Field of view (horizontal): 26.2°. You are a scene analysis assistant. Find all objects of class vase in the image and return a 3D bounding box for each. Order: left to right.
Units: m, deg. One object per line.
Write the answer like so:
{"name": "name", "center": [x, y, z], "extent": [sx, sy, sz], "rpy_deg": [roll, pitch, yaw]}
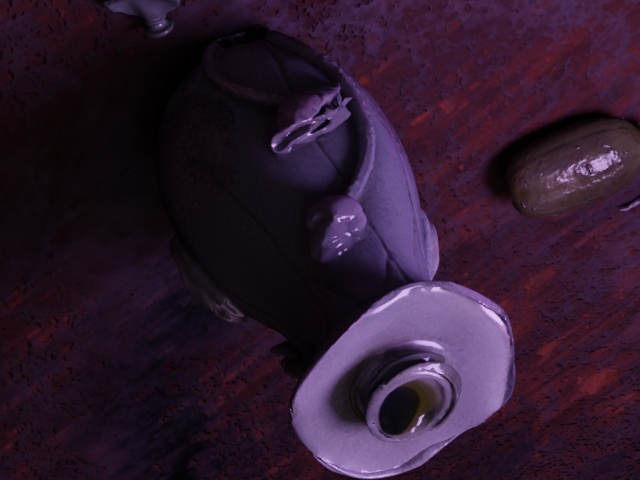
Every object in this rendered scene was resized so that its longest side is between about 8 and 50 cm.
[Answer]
{"name": "vase", "center": [0.000, 0.000, 1.207], "extent": [0.250, 0.445, 0.250], "rpy_deg": [-12, 128, -15]}

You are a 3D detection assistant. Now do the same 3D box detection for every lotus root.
{"name": "lotus root", "center": [0.290, -0.084, 1.504], "extent": [0.183, 0.077, 0.090], "rpy_deg": [-19, 132, -5]}

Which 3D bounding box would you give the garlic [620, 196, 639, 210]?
{"name": "garlic", "center": [0.478, -0.101, 1.563], "extent": [0.267, 0.128, 0.148], "rpy_deg": [-9, 126, -4]}

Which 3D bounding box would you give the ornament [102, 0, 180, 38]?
{"name": "ornament", "center": [-0.159, -0.223, 1.234], "extent": [0.068, 0.041, 0.092], "rpy_deg": [14, 135, -5]}
